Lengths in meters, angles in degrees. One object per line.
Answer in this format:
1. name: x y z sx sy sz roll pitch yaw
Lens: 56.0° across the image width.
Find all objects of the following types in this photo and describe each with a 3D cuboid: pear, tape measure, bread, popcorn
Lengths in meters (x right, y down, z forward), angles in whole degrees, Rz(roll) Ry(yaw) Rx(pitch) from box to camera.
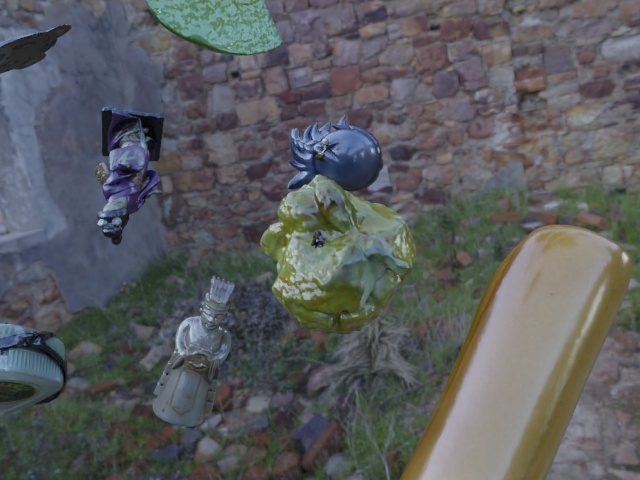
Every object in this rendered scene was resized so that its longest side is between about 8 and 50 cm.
1. pear: -0.242 -0.464 1.170 0.239 0.288 0.139 -28 7 -37
2. tape measure: -0.536 0.218 1.053 0.207 0.115 0.235 -21 -30 14
3. bread: 0.111 0.100 0.369 0.073 0.239 0.093 29 -17 6
4. popcorn: 0.021 0.030 1.053 0.276 0.276 0.225 -20 -24 -41

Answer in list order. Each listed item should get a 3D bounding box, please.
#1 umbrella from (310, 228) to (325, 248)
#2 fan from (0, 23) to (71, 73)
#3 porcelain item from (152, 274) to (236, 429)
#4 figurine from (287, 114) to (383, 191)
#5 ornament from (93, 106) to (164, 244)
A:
1. umbrella: -0.002 -0.001 0.889 0.020 0.032 0.083 15 2 -1
2. fan: -0.461 -0.248 0.838 0.152 0.008 0.226 -16 17 42
3. porcelain item: -0.161 0.150 0.812 0.084 0.213 0.054 19 18 -11
4. figurine: 0.027 -0.212 1.529 0.264 0.175 0.197 1 22 26
5. ornament: -0.242 -0.085 0.755 0.088 0.081 0.203 5 39 -13
